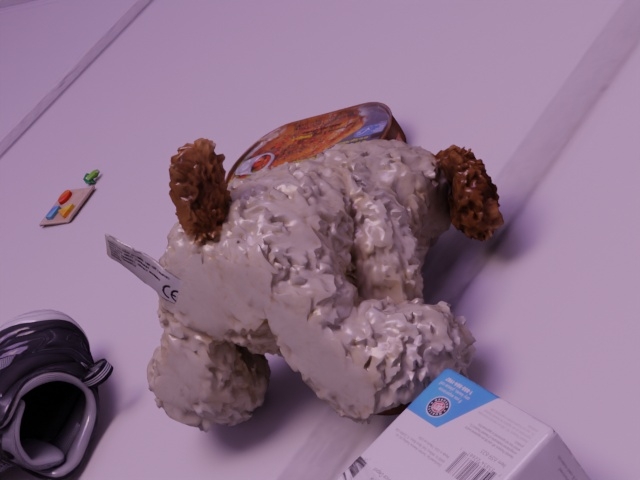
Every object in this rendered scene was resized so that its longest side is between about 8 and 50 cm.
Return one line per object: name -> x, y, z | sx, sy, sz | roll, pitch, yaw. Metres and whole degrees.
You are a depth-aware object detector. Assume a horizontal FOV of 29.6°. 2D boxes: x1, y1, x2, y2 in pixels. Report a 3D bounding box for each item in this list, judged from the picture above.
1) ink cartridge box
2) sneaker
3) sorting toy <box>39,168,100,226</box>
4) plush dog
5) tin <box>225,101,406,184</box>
ink cartridge box -> 0.050, 0.166, 0.665 | 0.180, 0.060, 0.104 | -44, 30, -11
sneaker -> -0.285, 0.169, 0.992 | 0.268, 0.101, 0.153 | -43, 27, -15
sorting toy -> -0.288, -0.051, 1.405 | 0.062, 0.012, 0.083 | -8, 41, 42
plush dog -> 0.000, 0.000, 0.860 | 0.262, 0.210, 0.225 | -12, 15, 40
tin -> -0.007, -0.069, 1.093 | 0.190, 0.040, 0.106 | -9, 36, 41
